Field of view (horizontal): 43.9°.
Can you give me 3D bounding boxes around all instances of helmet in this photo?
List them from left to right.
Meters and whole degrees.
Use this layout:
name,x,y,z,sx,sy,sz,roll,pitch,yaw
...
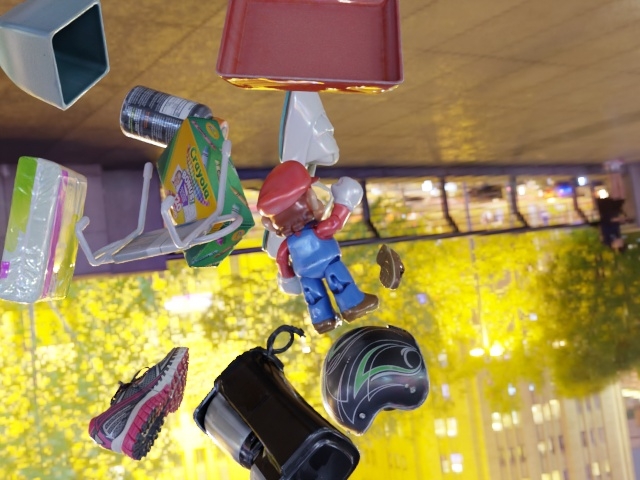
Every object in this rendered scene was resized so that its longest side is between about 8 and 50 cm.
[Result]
name,x,y,z,sx,sy,sz,roll,pitch,yaw
helmet,0.078,0.224,1.283,0.161,0.170,0.169,-8,176,-14

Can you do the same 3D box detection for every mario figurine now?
name,x,y,z,sx,sy,sz,roll,pitch,yaw
mario figurine,0.000,0.000,1.472,0.198,0.321,0.170,-22,176,-10

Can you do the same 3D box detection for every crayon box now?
name,x,y,z,sx,sy,sz,roll,pitch,yaw
crayon box,-0.248,-0.102,1.679,0.081,0.279,0.165,1,147,-40

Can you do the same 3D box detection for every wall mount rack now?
name,x,y,z,sx,sy,sz,roll,pitch,yaw
wall mount rack,-0.305,-0.068,1.558,0.349,0.131,0.304,-11,-159,24

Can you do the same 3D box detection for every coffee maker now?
name,x,y,z,sx,sy,sz,roll,pitch,yaw
coffee maker,-0.044,0.210,0.930,0.120,0.171,0.178,15,-167,-43

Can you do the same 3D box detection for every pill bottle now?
name,x,y,z,sx,sy,sz,roll,pitch,yaw
pill bottle,-0.349,-0.283,1.928,0.245,0.131,0.130,18,180,10

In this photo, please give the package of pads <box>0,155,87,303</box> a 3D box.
name,x,y,z,sx,sy,sz,roll,pitch,yaw
package of pads,-0.592,-0.017,1.708,0.101,0.297,0.229,9,178,-2

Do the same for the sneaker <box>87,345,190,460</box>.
name,x,y,z,sx,sy,sz,roll,pitch,yaw
sneaker,-0.340,0.296,1.555,0.112,0.121,0.299,14,-153,10

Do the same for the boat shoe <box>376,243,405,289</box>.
name,x,y,z,sx,sy,sz,roll,pitch,yaw
boat shoe,0.180,0.068,1.951,0.060,0.064,0.178,21,-157,-12

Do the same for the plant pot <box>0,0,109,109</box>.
name,x,y,z,sx,sy,sz,roll,pitch,yaw
plant pot,-0.801,-0.572,2.311,0.252,0.248,0.247,18,-135,14

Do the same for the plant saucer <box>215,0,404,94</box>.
name,x,y,z,sx,sy,sz,roll,pitch,yaw
plant saucer,-0.012,-0.300,1.174,0.259,0.259,0.048,2,139,0

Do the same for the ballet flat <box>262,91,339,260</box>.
name,x,y,z,sx,sy,sz,roll,pitch,yaw
ballet flat,-0.026,-0.142,1.665,0.139,0.401,0.139,9,-164,-3
